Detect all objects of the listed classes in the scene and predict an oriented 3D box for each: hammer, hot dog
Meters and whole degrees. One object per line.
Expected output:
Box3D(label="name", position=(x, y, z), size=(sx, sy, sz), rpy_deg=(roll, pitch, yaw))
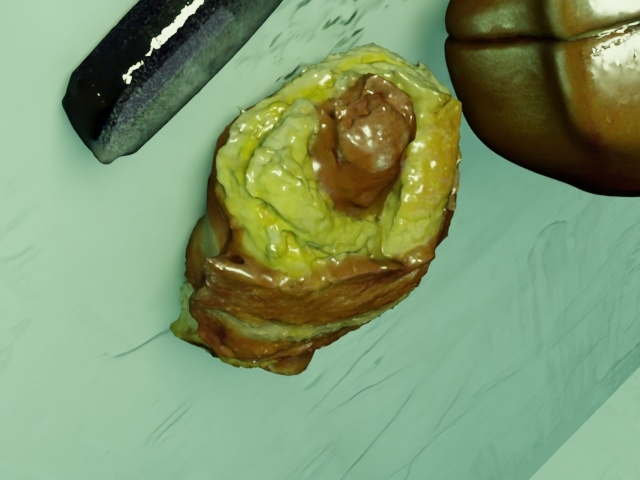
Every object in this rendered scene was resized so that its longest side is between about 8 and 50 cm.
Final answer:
Box3D(label="hammer", position=(0.013, -0.137, 0.599), size=(0.290, 0.037, 0.137), rpy_deg=(-45, 159, -6))
Box3D(label="hot dog", position=(0.000, 0.000, 0.746), size=(0.146, 0.103, 0.213), rpy_deg=(-37, 160, -27))

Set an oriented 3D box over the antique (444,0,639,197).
Box3D(label="antique", position=(0.170, -0.105, 0.733), size=(0.223, 0.129, 0.278), rpy_deg=(-14, -167, 9))
